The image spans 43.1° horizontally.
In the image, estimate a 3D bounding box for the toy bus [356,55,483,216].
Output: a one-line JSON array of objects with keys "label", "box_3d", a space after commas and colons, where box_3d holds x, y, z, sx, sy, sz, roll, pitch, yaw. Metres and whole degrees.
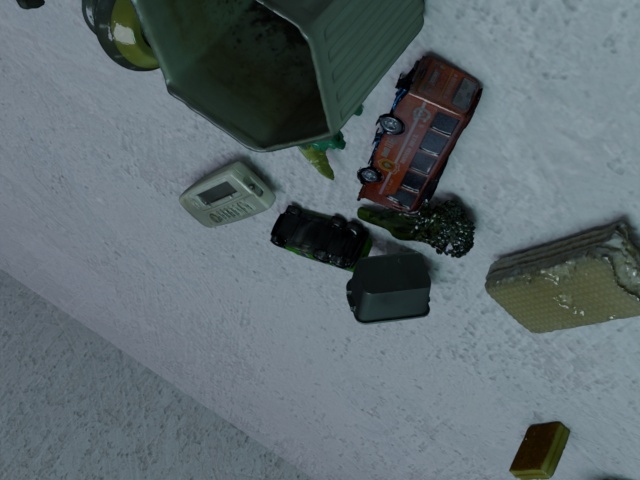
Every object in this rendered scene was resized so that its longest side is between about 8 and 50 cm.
[{"label": "toy bus", "box_3d": [0.105, -0.110, 0.927, 0.096, 0.073, 0.235, 26, 152, 5]}]

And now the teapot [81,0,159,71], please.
[{"label": "teapot", "box_3d": [-0.210, -0.271, 0.996, 0.119, 0.130, 0.166, 33, -170, 40]}]

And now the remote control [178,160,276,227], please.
[{"label": "remote control", "box_3d": [-0.155, -0.073, 1.320, 0.090, 0.049, 0.230, 46, 153, -18]}]

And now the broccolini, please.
[{"label": "broccolini", "box_3d": [0.119, -0.013, 1.078, 0.091, 0.068, 0.203, 29, 162, -34]}]

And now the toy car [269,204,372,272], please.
[{"label": "toy car", "box_3d": [0.000, 0.000, 1.239, 0.165, 0.071, 0.062, 17, 162, 33]}]

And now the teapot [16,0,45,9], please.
[{"label": "teapot", "box_3d": [-0.207, -0.365, 0.466, 0.306, 0.361, 0.376, 19, 163, 43]}]

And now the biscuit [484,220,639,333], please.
[{"label": "biscuit", "box_3d": [0.301, 0.051, 0.968, 0.108, 0.062, 0.239, 41, 153, -11]}]

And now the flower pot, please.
[{"label": "flower pot", "box_3d": [-0.035, -0.222, 0.771, 0.239, 0.189, 0.209, -5, 132, 52]}]

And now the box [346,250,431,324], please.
[{"label": "box", "box_3d": [0.101, 0.065, 1.170, 0.122, 0.084, 0.069, -7, 141, -11]}]

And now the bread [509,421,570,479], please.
[{"label": "bread", "box_3d": [0.367, 0.353, 1.359, 0.035, 0.094, 0.090, 39, 152, -8]}]

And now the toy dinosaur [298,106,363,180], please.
[{"label": "toy dinosaur", "box_3d": [-0.020, -0.152, 0.992, 0.153, 0.094, 0.259, 10, 152, 42]}]
